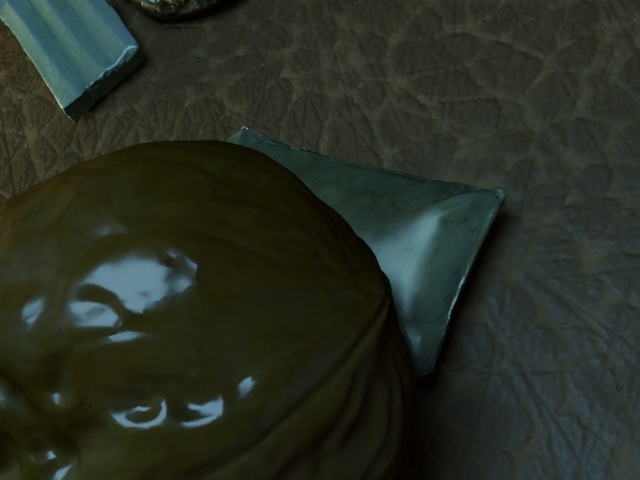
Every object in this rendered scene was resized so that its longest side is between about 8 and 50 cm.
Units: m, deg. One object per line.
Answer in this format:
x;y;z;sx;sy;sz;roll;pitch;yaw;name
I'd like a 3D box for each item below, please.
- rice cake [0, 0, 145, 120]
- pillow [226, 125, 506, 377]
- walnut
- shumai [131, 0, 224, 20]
-0.297;-0.251;1.296;0.127;0.043;0.237;-41;56;-1;rice cake
0.000;0.000;1.009;0.302;0.075;0.185;16;74;29;pillow
-0.119;0.101;0.851;0.398;0.354;0.308;-16;34;25;walnut
-0.176;-0.351;1.233;0.209;0.153;0.161;22;68;35;shumai
